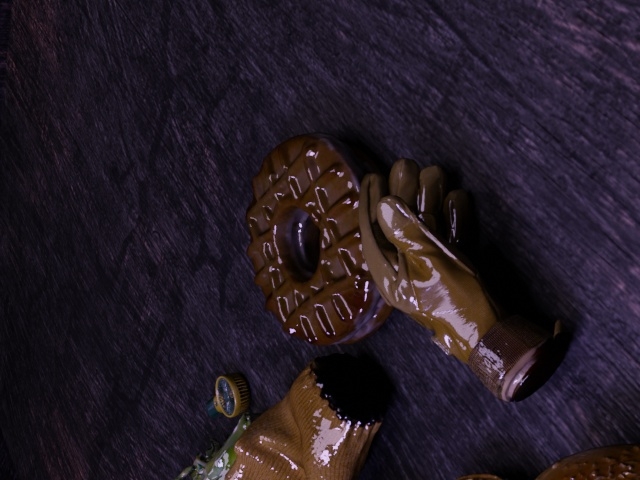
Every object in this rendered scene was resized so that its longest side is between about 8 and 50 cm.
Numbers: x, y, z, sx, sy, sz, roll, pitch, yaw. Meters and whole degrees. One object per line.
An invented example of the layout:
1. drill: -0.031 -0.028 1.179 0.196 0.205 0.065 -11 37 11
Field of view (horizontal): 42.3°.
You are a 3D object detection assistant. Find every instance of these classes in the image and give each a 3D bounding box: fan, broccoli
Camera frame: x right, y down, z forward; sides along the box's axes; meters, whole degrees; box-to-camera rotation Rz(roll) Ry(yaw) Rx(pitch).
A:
1. fan: -0.183 0.309 1.609 0.155 0.039 0.082 -41 65 52
2. broccoli: -0.172 0.435 1.577 0.275 0.177 0.198 -64 4 1

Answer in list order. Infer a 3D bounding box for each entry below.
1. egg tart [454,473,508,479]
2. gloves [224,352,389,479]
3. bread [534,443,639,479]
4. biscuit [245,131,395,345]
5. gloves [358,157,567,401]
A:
1. egg tart: 0.225 0.385 1.014 0.212 0.090 0.212 20 115 52
2. gloves: -0.017 0.331 1.283 0.203 0.155 0.356 49 119 27
3. bread: 0.327 0.299 0.780 0.314 0.171 0.192 23 99 39
4. biscuit: 0.000 0.000 1.234 0.332 0.103 0.332 17 111 53
5. gloves: 0.149 0.045 0.998 0.331 0.154 0.141 52 134 24
